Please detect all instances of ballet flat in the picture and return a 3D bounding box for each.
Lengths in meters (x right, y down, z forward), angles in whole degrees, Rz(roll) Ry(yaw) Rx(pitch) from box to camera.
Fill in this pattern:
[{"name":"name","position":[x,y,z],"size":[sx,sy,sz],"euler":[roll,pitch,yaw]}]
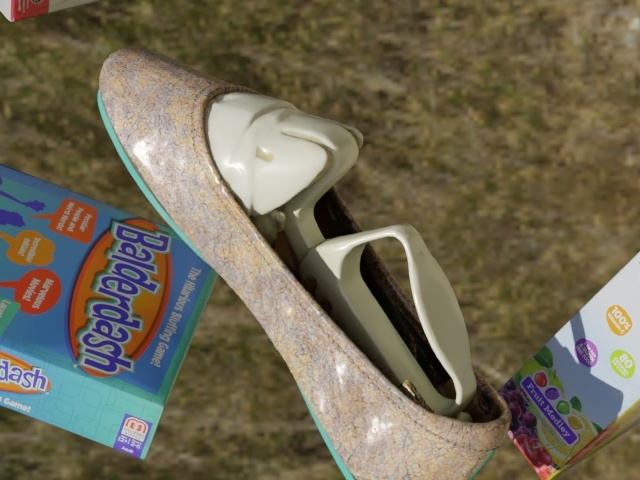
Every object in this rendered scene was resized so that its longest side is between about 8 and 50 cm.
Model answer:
[{"name":"ballet flat","position":[0.000,0.000,0.815],"size":[0.316,0.106,0.107],"euler":[54,-143,4]}]

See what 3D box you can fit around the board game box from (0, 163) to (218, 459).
[{"name":"board game box","position":[-0.174,0.027,0.868],"size":[0.160,0.210,0.047],"euler":[-74,6,-56]}]

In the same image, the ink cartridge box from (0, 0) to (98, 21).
[{"name":"ink cartridge box","position":[-0.257,-0.321,1.484],"size":[0.127,0.176,0.128],"euler":[48,143,33]}]

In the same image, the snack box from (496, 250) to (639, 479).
[{"name":"snack box","position":[0.224,0.044,0.910],"size":[0.174,0.207,0.070],"euler":[-20,-113,-45]}]
